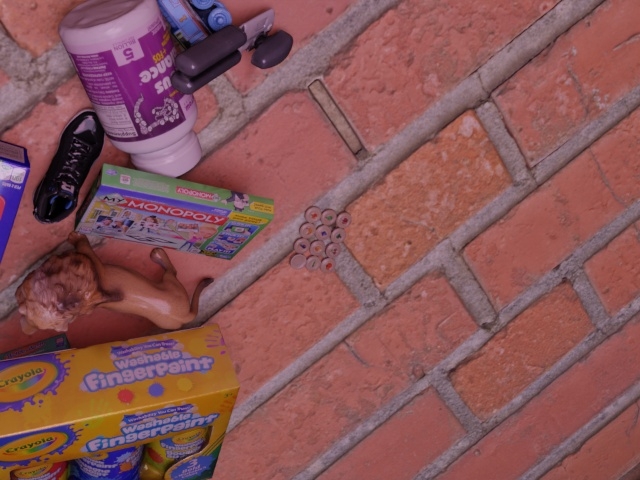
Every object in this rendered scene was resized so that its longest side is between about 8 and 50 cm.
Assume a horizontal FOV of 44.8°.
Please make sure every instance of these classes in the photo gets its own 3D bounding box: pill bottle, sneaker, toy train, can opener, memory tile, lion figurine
[{"bbox_3d":[-0.309,-0.257,1.329,0.169,0.169,0.301,-25,128,-9],"label":"pill bottle"},{"bbox_3d":[-0.437,-0.122,1.377,0.079,0.121,0.217,24,103,-30],"label":"sneaker"},{"bbox_3d":[-0.233,-0.410,1.349,0.105,0.080,0.184,-36,122,4],"label":"toy train"},{"bbox_3d":[-0.140,-0.322,1.340,0.095,0.283,0.076,32,133,8],"label":"can opener"},{"bbox_3d":[0.000,0.000,1.673,0.113,0.012,0.148,10,110,-25],"label":"memory tile"},{"bbox_3d":[-0.360,0.097,1.442,0.392,0.240,0.142,8,111,-25],"label":"lion figurine"}]

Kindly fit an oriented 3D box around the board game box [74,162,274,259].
[{"bbox_3d":[-0.274,-0.046,1.447,0.317,0.046,0.213,11,154,-25],"label":"board game box"}]

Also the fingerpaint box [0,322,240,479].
[{"bbox_3d":[-0.411,0.364,1.495,0.445,0.163,0.371,-7,140,-25],"label":"fingerpaint box"}]

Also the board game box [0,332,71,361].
[{"bbox_3d":[-0.562,0.306,1.574,0.160,0.047,0.210,-17,120,-13],"label":"board game box"}]

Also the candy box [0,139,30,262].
[{"bbox_3d":[-0.676,-0.036,1.323,0.268,0.122,0.317,15,109,-27],"label":"candy box"}]
